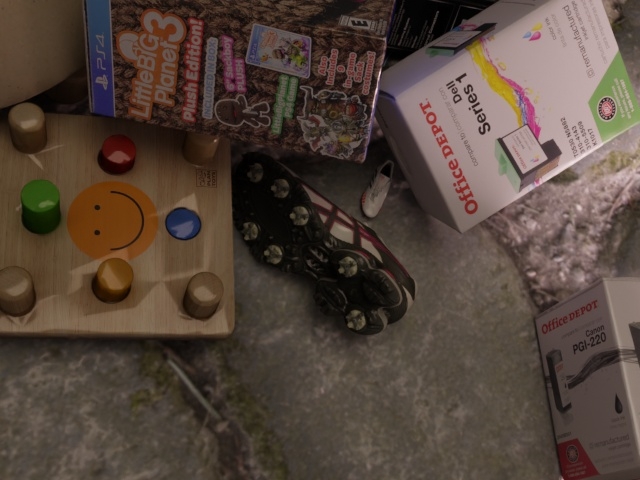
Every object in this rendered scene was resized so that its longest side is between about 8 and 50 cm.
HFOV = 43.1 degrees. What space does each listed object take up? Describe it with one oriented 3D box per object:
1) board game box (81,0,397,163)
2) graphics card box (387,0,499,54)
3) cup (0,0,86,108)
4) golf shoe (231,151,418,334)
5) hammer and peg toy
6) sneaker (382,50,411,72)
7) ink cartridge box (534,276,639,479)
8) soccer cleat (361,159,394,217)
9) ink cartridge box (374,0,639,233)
[{"bbox_3d":[-0.071,-0.225,0.871,0.291,0.141,0.232,11,39,2],"label":"board game box"},{"bbox_3d":[0.107,-0.346,1.104,0.371,0.094,0.233,3,40,-17],"label":"graphics card box"},{"bbox_3d":[-0.387,-0.325,0.820,0.331,0.237,0.331,-2,54,3],"label":"cup"},{"bbox_3d":[0.000,0.000,0.973,0.273,0.105,0.120,46,27,16],"label":"golf shoe"},{"bbox_3d":[-0.217,-0.068,0.888,0.266,0.127,0.361,3,67,-15],"label":"hammer and peg toy"},{"bbox_3d":[0.078,-0.228,1.103,0.267,0.101,0.106,11,39,-11],"label":"sneaker"},{"bbox_3d":[0.350,0.170,0.971,0.092,0.158,0.218,5,66,-17],"label":"ink cartridge box"},{"bbox_3d":[0.075,-0.068,1.049,0.029,0.035,0.083,27,61,-7],"label":"soccer cleat"},{"bbox_3d":[0.224,-0.169,1.001,0.278,0.117,0.201,-32,114,-4],"label":"ink cartridge box"}]
